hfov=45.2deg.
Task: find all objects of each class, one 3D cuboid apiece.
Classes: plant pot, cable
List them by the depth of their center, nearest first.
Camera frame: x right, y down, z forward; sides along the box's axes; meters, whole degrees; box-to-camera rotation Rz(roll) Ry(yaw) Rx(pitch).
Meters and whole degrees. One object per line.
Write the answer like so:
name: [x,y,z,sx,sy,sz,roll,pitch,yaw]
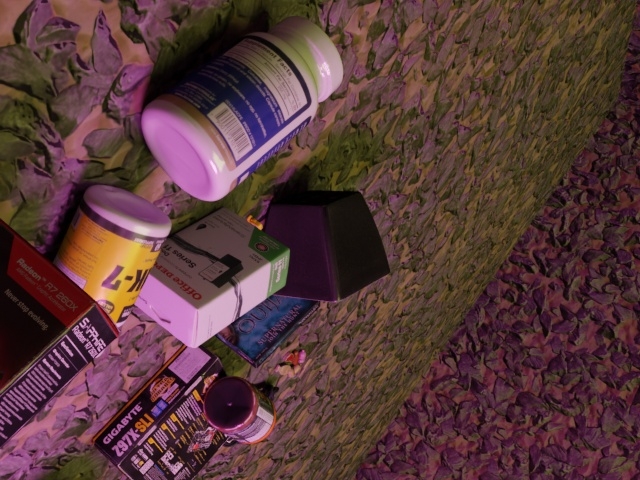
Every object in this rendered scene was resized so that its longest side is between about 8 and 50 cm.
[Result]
plant pot: [0.000,0.000,1.420,0.187,0.188,0.167,-24,113,-51]
cable: [-0.161,0.415,1.818,0.184,0.047,0.150,-42,152,-32]

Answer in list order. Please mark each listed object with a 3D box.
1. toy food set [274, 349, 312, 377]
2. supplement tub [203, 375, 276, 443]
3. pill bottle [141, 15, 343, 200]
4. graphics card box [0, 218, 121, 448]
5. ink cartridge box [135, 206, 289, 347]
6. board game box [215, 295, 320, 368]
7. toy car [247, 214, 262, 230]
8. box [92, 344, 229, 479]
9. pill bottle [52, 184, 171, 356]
toy food set: [-0.067,0.298,1.886,0.078,0.019,0.122,-55,149,-3]
supplement tub: [-0.147,0.332,1.482,0.106,0.106,0.198,-51,156,-12]
pill bottle: [-0.098,-0.186,1.043,0.265,0.153,0.153,-43,153,-27]
graphics card box: [-0.415,0.140,0.751,0.371,0.233,0.094,-46,158,-21]
ink cartridge box: [-0.173,0.052,1.203,0.208,0.153,0.087,-35,148,-42]
board game box: [-0.107,0.145,1.481,0.186,0.126,0.026,-43,153,-30]
toy car: [-0.131,0.019,1.379,0.060,0.040,0.122,-37,150,-37]
box: [-0.279,0.367,1.496,0.257,0.079,0.322,-49,155,-22]
pill bottle: [-0.291,0.043,1.010,0.208,0.119,0.119,-62,156,13]
